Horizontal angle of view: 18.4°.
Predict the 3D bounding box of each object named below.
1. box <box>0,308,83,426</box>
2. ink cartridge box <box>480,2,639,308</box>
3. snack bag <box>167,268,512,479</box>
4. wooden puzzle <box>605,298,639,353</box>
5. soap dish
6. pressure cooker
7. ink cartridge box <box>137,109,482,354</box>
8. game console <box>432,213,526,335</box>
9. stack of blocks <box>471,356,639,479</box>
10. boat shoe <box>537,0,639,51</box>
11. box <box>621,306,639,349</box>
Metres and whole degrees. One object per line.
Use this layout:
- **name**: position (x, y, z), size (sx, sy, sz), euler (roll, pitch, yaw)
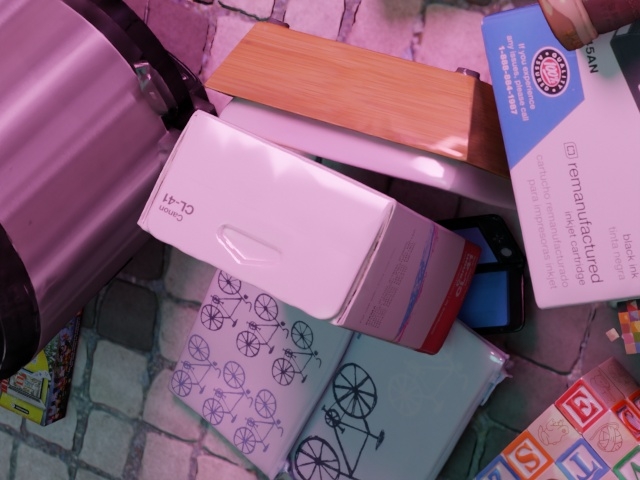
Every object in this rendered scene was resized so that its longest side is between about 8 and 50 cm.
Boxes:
- **box**: position (-0.397, 0.105, 2.362), size (0.233, 0.044, 0.159), euler (22, 112, 25)
- **ink cartridge box**: position (0.375, -0.109, 1.788), size (0.394, 0.166, 0.286), euler (-9, 95, 32)
- **snack bag**: position (0.008, 0.145, 2.113), size (0.342, 0.037, 0.323), euler (39, 125, 18)
- **wooden puzzle**: position (0.299, 0.077, 1.799), size (0.083, 0.006, 0.049), euler (-9, 97, 31)
- **soap dish**: position (0.064, -0.124, 1.944), size (0.290, 0.229, 0.118), euler (18, 93, 26)
- **pressure cooker**: position (-0.330, -0.098, 2.078), size (0.370, 0.420, 0.375), euler (49, 144, -12)
- **ink cartridge box**: position (0.000, 0.000, 1.880), size (0.226, 0.306, 0.131), euler (25, 89, 20)
- **game console**: position (0.142, 0.037, 2.012), size (0.122, 0.071, 0.107), euler (-7, 133, 31)
- **stack of blocks**: position (0.242, 0.281, 2.003), size (0.171, 0.087, 0.297), euler (48, 120, 12)
- **boat shoe**: position (0.217, -0.341, 1.734), size (0.123, 0.123, 0.342), euler (-20, 73, 16)
- **box**: position (0.390, 0.111, 1.844), size (0.186, 0.145, 0.038), euler (34, 117, 19)
